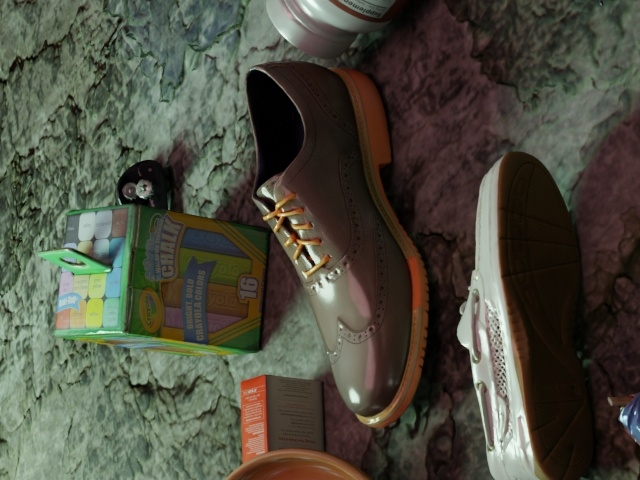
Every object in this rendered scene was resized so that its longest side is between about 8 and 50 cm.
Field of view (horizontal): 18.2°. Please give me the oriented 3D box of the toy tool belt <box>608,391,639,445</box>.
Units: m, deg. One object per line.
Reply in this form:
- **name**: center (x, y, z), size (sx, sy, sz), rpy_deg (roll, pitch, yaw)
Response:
- **toy tool belt**: center (0.259, 0.144, 1.528), size (0.083, 0.051, 0.052), rpy_deg (43, 116, 47)

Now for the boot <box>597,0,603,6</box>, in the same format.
- **boot**: center (0.222, -0.263, 1.673), size (0.099, 0.045, 0.121), rpy_deg (36, 117, 52)

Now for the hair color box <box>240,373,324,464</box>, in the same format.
- **hair color box**: center (-0.035, 0.201, 1.878), size (0.043, 0.072, 0.141), rpy_deg (-20, 66, 48)

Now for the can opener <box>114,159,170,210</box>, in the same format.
- **can opener**: center (-0.183, 0.003, 2.139), size (0.059, 0.073, 0.186), rpy_deg (-11, 72, 10)

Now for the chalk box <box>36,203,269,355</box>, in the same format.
- **chalk box**: center (-0.176, 0.039, 1.979), size (0.132, 0.213, 0.132), rpy_deg (-4, 79, 52)

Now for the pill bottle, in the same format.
- **pill bottle**: center (0.045, -0.270, 1.840), size (0.216, 0.121, 0.121), rpy_deg (-47, 48, 36)

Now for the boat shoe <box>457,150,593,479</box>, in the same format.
- **boat shoe**: center (0.153, 0.067, 1.644), size (0.096, 0.098, 0.277), rpy_deg (-19, 69, 48)

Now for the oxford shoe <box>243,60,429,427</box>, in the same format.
- **oxford shoe**: center (0.000, 0.000, 1.827), size (0.130, 0.133, 0.364), rpy_deg (-39, 54, 40)

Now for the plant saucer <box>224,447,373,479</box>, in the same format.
- **plant saucer**: center (-0.010, 0.281, 1.792), size (0.200, 0.037, 0.200), rpy_deg (3, 99, 20)
